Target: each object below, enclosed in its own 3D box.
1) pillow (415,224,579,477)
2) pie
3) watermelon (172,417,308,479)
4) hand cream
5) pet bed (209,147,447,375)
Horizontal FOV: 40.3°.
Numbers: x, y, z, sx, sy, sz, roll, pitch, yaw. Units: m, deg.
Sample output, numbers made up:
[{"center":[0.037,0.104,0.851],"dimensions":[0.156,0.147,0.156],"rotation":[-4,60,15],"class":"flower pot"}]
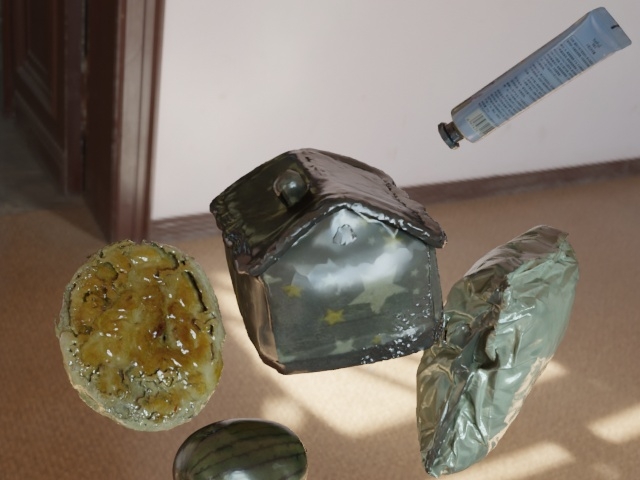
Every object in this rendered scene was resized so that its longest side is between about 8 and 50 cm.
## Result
[{"center":[0.217,0.138,1.093],"dimensions":[0.138,0.284,0.310],"rotation":[25,22,19],"class":"pillow"},{"center":[-0.240,0.129,1.223],"dimensions":[0.274,0.274,0.055],"rotation":[-21,1,-42],"class":"pie"},{"center":[-0.058,0.172,0.659],"dimensions":[0.110,0.078,0.078],"rotation":[3,29,-32],"class":"watermelon"},{"center":[0.279,-0.210,1.176],"dimensions":[0.091,0.271,0.058],"rotation":[32,36,-39],"class":"hand cream"},{"center":[0.000,0.000,0.784],"dimensions":[0.183,0.159,0.211],"rotation":[-9,22,-9],"class":"pet bed"}]
